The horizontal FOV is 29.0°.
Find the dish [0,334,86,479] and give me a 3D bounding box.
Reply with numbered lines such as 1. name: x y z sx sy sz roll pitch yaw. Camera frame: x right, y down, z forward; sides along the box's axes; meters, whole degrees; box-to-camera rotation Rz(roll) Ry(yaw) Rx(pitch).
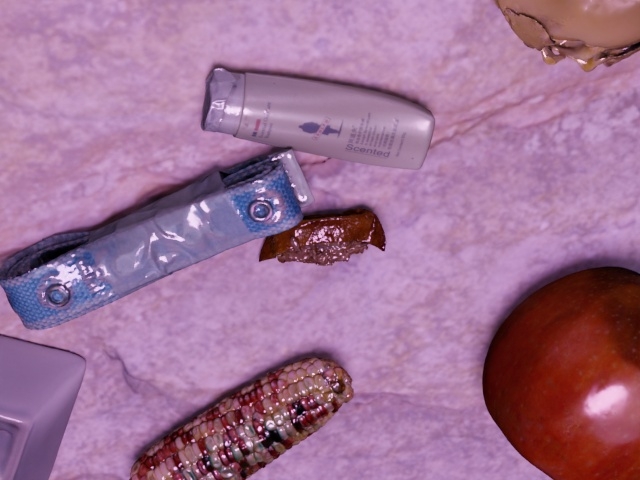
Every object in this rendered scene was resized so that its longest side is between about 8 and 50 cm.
1. dish: -0.370 0.176 1.210 0.243 0.080 0.182 16 111 -16

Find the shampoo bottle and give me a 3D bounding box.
1. shampoo bottle: -0.003 -0.111 1.144 0.212 0.049 0.072 7 124 -11

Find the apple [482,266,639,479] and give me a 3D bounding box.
1. apple: 0.280 0.139 1.209 0.230 0.230 0.230 -3 115 -7

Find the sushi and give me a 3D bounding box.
1. sushi: 0.000 0.000 1.198 0.120 0.052 0.055 -7 100 -7

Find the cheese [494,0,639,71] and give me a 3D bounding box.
1. cheese: 0.256 -0.300 1.058 0.259 0.128 0.316 10 107 -4

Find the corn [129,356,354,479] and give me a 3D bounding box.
1. corn: -0.079 0.196 1.259 0.253 0.086 0.086 -34 115 6

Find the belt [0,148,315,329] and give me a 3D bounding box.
1. belt: -0.154 -0.003 1.156 0.302 0.087 0.072 -22 108 3
